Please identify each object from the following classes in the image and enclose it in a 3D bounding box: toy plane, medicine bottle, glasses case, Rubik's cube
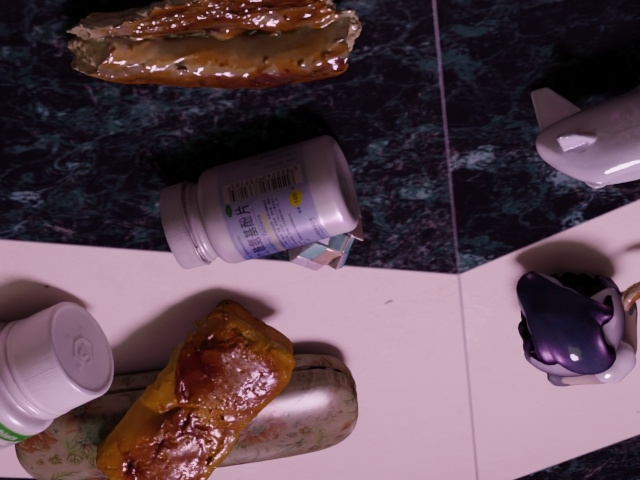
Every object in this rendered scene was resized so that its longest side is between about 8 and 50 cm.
[{"bbox_3d":[0.334,-0.121,1.937,0.244,0.117,0.245,-12,166,-3],"label":"toy plane"},{"bbox_3d":[-0.360,0.164,2.214,0.237,0.139,0.139,-23,147,26],"label":"medicine bottle"},{"bbox_3d":[-0.165,0.221,2.396,0.425,0.098,0.156,-7,139,-2],"label":"glasses case"},{"bbox_3d":[-0.062,-0.036,1.984,0.186,0.103,0.103,-15,149,11],"label":"medicine bottle"},{"bbox_3d":[0.003,-0.001,2.090,0.075,0.073,0.084,7,145,-23],"label":"Rubik's cube"}]

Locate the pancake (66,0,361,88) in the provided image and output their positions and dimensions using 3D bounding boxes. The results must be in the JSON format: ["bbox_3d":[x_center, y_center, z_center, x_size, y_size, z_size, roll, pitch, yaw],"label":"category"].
[{"bbox_3d":[-0.082,-0.193,1.720,0.266,0.057,0.244,0,162,-16],"label":"pancake"}]

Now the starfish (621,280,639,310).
[{"bbox_3d":[0.519,0.071,2.325,0.375,0.094,0.327,6,145,-32],"label":"starfish"}]

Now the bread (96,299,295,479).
[{"bbox_3d":[-0.150,0.196,2.277,0.139,0.077,0.271,35,110,-16],"label":"bread"}]

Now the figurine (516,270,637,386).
[{"bbox_3d":[0.301,0.112,2.290,0.145,0.145,0.222,-22,152,22],"label":"figurine"}]
